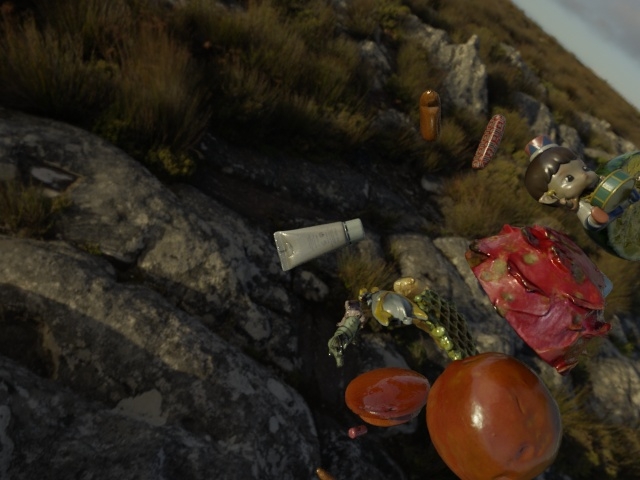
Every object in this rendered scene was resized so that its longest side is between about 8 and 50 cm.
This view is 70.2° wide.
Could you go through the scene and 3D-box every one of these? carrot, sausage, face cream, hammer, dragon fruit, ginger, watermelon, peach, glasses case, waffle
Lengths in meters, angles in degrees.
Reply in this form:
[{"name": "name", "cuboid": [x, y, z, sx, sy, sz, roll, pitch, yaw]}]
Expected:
[{"name": "carrot", "cuboid": [0.079, 0.828, 1.500, 0.248, 0.043, 0.043, 41, 33, -6]}, {"name": "sausage", "cuboid": [0.316, -0.358, 1.314, 0.062, 0.183, 0.054, 3, 47, 20]}, {"name": "face cream", "cuboid": [0.000, 0.000, 1.610, 0.089, 0.314, 0.143, 74, 1, -84]}, {"name": "hammer", "cuboid": [0.147, 0.751, 1.790, 0.083, 0.043, 0.043, 3, 48, -42]}, {"name": "dragon fruit", "cuboid": [0.551, 0.115, 1.125, 0.370, 0.249, 0.387, 24, 31, -46]}, {"name": "ginger", "cuboid": [0.437, 0.300, 1.937, 0.347, 0.363, 0.122, 20, 45, 2]}, {"name": "watermelon", "cuboid": [0.912, -0.106, 1.415, 0.330, 0.331, 0.189, 25, -7, -22]}, {"name": "peach", "cuboid": [0.436, 0.451, 1.190, 0.342, 0.342, 0.302, -11, 72, -50]}, {"name": "glasses case", "cuboid": [0.586, -0.335, 1.566, 0.049, 0.195, 0.073, 20, 7, -10]}, {"name": "waffle", "cuboid": [0.444, 0.307, 1.567, 0.297, 0.073, 0.317, 15, 43, -51]}]

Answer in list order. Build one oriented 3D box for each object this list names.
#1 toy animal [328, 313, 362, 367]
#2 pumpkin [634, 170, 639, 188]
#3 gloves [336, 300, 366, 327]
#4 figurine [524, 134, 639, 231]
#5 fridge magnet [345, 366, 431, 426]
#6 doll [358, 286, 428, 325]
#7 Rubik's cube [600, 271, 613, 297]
[{"name": "toy animal", "cuboid": [0.073, 0.287, 1.348, 0.073, 0.176, 0.217, 29, 51, 11]}, {"name": "pumpkin", "cuboid": [0.870, -0.153, 1.199, 0.083, 0.050, 0.028, 26, 2, -5]}, {"name": "gloves", "cuboid": [0.142, 0.333, 1.981, 0.110, 0.094, 0.144, 22, 77, 4]}, {"name": "figurine", "cuboid": [0.590, -0.143, 1.077, 0.161, 0.158, 0.275, -27, 49, -22]}, {"name": "fridge magnet", "cuboid": [0.283, 0.646, 1.909, 0.363, 0.363, 0.155, -23, 106, -53]}, {"name": "doll", "cuboid": [0.232, 0.221, 1.546, 0.145, 0.103, 0.316, 22, 1, -20]}, {"name": "Rubik's cube", "cuboid": [0.721, 0.169, 1.431, 0.254, 0.254, 0.255, 26, 36, -21]}]
